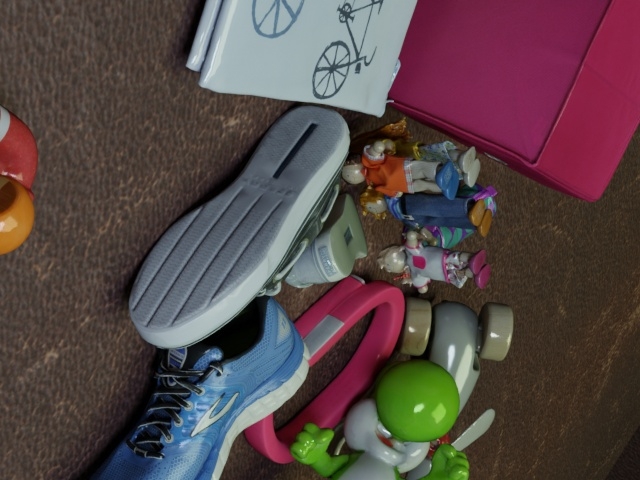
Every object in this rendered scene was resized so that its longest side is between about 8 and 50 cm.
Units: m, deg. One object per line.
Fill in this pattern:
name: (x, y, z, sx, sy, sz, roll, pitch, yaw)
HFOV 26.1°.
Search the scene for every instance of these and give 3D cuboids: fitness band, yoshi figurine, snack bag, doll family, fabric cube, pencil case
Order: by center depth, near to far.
snack bag: (0.020, -0.292, 1.374, 0.342, 0.037, 0.323, 1, 110, -58)
doll family: (0.110, -0.055, 1.611, 0.118, 0.163, 0.263, -63, 147, -30)
fabric cube: (0.238, -0.220, 1.612, 0.258, 0.254, 0.259, 14, 103, -63)
yoshi figurine: (0.078, 0.289, 1.759, 0.203, 0.203, 0.362, 55, 44, -36)
fitness band: (0.007, 0.164, 1.793, 0.291, 0.054, 0.209, -40, 149, -35)
pencil case: (0.181, -0.027, 1.900, 0.151, 0.064, 0.070, -33, 166, -45)

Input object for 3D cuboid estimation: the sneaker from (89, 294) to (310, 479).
sneaker: (-0.150, 0.173, 1.470, 0.330, 0.130, 0.147, -50, 137, -30)

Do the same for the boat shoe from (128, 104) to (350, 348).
boat shoe: (-0.064, 0.004, 1.431, 0.335, 0.121, 0.119, -49, 146, -29)

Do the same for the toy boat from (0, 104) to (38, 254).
toy boat: (-0.270, -0.039, 0.994, 0.151, 0.151, 0.231, -60, 153, -6)

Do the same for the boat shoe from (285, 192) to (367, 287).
boat shoe: (0.000, 0.001, 1.589, 0.227, 0.081, 0.079, -51, 124, -73)

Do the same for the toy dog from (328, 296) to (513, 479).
toy dog: (0.165, 0.214, 2.001, 0.334, 0.220, 0.161, -60, -174, 12)
